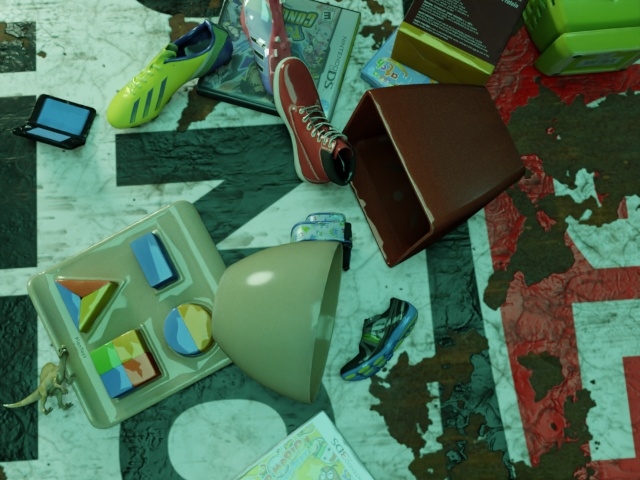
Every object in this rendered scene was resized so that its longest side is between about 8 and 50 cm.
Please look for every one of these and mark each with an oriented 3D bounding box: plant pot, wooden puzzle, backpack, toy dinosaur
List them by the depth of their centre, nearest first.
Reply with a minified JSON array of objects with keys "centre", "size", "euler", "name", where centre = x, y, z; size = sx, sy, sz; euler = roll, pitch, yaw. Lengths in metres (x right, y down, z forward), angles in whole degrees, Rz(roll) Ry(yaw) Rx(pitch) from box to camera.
[{"centre":[-0.080,0.127,1.475],"size":[0.190,0.284,0.284],"euler":[10,79,6],"name":"plant pot"},{"centre":[-0.494,0.270,1.546],"size":[0.183,0.053,0.093],"euler":[-47,59,16],"name":"toy dinosaur"},{"centre":[0.207,-0.139,1.550],"size":[0.235,0.267,0.267],"euler":[-21,80,-17],"name":"plant pot"},{"centre":[-0.329,0.129,1.567],"size":[0.347,0.080,0.322],"euler":[-27,80,-6],"name":"wooden puzzle"},{"centre":[0.000,0.000,1.588],"size":[0.114,0.105,0.084],"euler":[0,56,-2],"name":"backpack"},{"centre":[0.520,-0.437,1.623],"size":[0.228,0.227,0.207],"euler":[-6,86,-3],"name":"plant pot"}]

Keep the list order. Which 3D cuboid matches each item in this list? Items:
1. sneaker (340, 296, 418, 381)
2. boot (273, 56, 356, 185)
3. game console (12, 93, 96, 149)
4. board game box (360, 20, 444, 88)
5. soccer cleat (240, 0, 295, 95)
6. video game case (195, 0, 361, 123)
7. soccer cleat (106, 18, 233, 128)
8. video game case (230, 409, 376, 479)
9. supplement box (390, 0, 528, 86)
[{"centre":[0.102,0.185,1.578],"size":[0.078,0.067,0.188],"euler":[37,82,28],"name":"sneaker"},{"centre":[-0.003,-0.220,1.553],"size":[0.088,0.176,0.244],"euler":[-20,103,-22],"name":"boot"},{"centre":[-0.513,-0.230,1.642],"size":[0.122,0.107,0.071],"euler":[16,107,3],"name":"game console"},{"centre":[0.206,-0.361,1.691],"size":[0.160,0.039,0.211],"euler":[39,79,6],"name":"board game box"},{"centre":[-0.110,-0.395,1.649],"size":[0.095,0.083,0.248],"euler":[-9,83,30],"name":"soccer cleat"},{"centre":[-0.081,-0.372,1.692],"size":[0.274,0.035,0.248],"euler":[15,79,2],"name":"video game case"},{"centre":[-0.300,-0.321,1.617],"size":[0.289,0.121,0.093],"euler":[-34,68,5],"name":"soccer cleat"},{"centre":[-0.023,0.457,1.535],"size":[0.227,0.026,0.206],"euler":[-37,81,-7],"name":"video game case"},{"centre":[0.266,-0.411,1.616],"size":[0.191,0.129,0.194],"euler":[27,79,4],"name":"supplement box"}]
